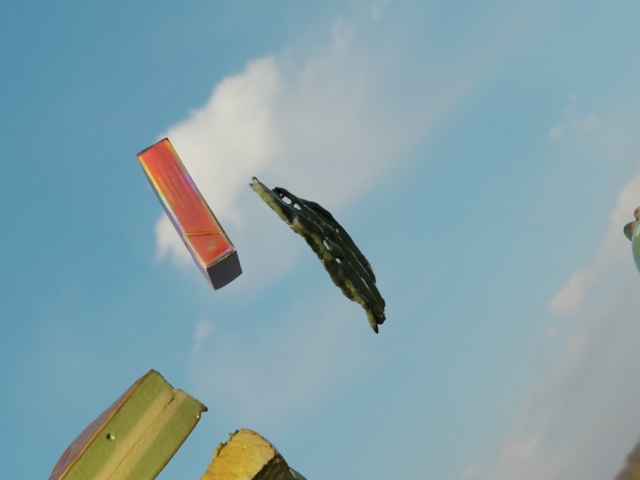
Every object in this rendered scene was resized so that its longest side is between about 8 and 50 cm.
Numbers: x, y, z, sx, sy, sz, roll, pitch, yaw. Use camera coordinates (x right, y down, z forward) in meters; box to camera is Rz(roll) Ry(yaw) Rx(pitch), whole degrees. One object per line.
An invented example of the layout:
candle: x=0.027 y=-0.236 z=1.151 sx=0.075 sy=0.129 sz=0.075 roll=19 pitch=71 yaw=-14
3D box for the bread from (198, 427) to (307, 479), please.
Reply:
bread: x=-0.085 y=0.264 z=1.094 sx=0.187 sy=0.065 sz=0.103 roll=-46 pitch=-46 yaw=-34

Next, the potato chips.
potato chips: x=-0.001 y=0.000 z=1.122 sx=0.028 sy=0.207 sz=0.092 roll=-34 pitch=25 yaw=20

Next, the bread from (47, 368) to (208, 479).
bread: x=-0.174 y=0.193 z=1.057 sx=0.139 sy=0.074 sz=0.084 roll=-42 pitch=17 yaw=23

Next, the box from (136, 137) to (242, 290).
box: x=-0.164 y=-0.031 z=1.484 sx=0.048 sy=0.175 sz=0.112 roll=-30 pitch=-16 yaw=-9

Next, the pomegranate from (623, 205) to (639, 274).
pomegranate: x=0.483 y=-0.016 z=1.538 sx=0.190 sy=0.159 sz=0.241 roll=-55 pitch=24 yaw=31
